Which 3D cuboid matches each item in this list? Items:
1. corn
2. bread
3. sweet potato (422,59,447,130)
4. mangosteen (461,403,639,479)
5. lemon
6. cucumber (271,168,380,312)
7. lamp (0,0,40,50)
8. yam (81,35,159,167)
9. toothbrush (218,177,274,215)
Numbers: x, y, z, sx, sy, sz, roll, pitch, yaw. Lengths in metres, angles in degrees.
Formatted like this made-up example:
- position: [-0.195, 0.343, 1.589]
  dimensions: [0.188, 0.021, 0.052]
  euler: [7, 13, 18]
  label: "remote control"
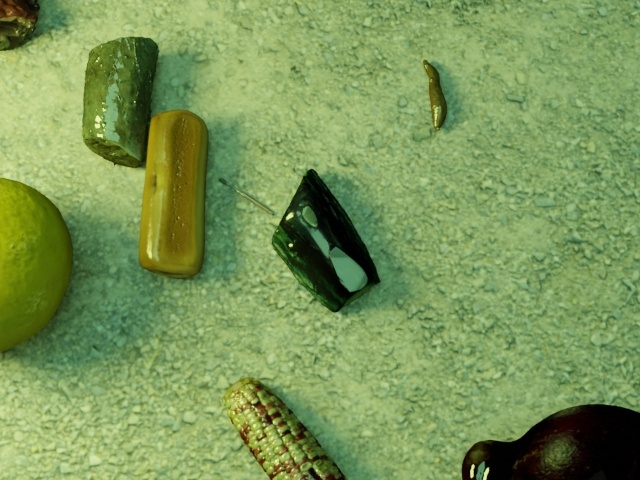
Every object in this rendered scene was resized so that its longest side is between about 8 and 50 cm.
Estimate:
- position: [-0.041, 0.286, 1.761]
  dimensions: [0.086, 0.086, 0.253]
  euler: [-36, 76, -9]
  label: "corn"
- position: [-0.207, -0.065, 1.865]
  dimensions: [0.093, 0.074, 0.239]
  euler: [8, 73, -19]
  label: "bread"
- position: [0.170, -0.215, 1.933]
  dimensions: [0.026, 0.026, 0.115]
  euler: [-6, 72, -1]
  label: "sweet potato"
- position: [0.327, 0.336, 1.648]
  dimensions: [0.313, 0.297, 0.297]
  euler: [32, 76, 32]
  label: "mangosteen"
- position: [-0.440, 0.027, 1.765]
  dimensions: [0.219, 0.240, 0.240]
  euler: [-21, 74, -30]
  label: "lemon"
- position: [0.000, 0.000, 1.848]
  dimensions: [0.115, 0.086, 0.193]
  euler: [-33, 83, -11]
  label: "cucumber"
- position: [-0.494, -0.405, 1.947]
  dimensions: [0.118, 0.118, 0.253]
  euler: [-19, 76, -5]
  label: "lamp"
- position: [-0.290, -0.201, 1.893]
  dimensions: [0.107, 0.107, 0.183]
  euler: [2, 77, 1]
  label: "yam"
- position: [-0.108, -0.064, 1.899]
  dimensions: [0.097, 0.008, 0.006]
  euler: [33, 91, 8]
  label: "toothbrush"
